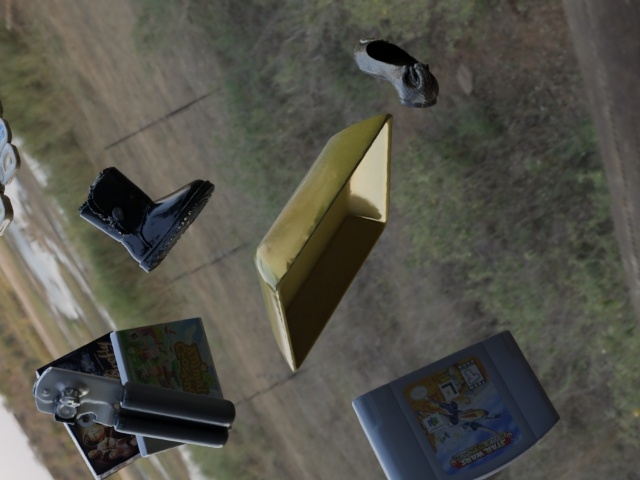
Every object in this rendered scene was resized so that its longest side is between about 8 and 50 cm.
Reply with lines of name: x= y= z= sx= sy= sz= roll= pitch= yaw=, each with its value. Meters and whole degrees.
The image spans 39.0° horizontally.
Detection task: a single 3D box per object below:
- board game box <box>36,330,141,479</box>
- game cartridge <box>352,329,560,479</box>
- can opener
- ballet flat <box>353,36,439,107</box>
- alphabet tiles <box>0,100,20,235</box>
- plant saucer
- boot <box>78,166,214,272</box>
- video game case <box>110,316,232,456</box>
board game box: x=-0.411 y=0.313 z=1.725 sx=0.243 sy=0.165 sz=0.042 roll=53 pitch=153 yaw=18
game cartridge: x=0.225 y=0.286 z=1.453 sx=0.198 sy=0.297 sz=0.062 roll=61 pitch=165 yaw=26
can opener: x=-0.259 y=0.224 z=1.263 sx=0.093 sy=0.280 sz=0.074 roll=-100 pitch=27 yaw=-66
ballet flat: x=0.113 y=-0.267 z=1.355 sx=0.250 sy=0.084 sz=0.058 roll=-118 pitch=20 yaw=-57
alphabet tiles: x=-0.629 y=-0.118 z=1.645 sx=0.278 sy=0.021 sz=0.284 roll=-43 pitch=61 yaw=34
plant saucer: x=0.000 y=0.000 z=1.412 sx=0.081 sy=0.333 sz=0.333 roll=25 pitch=155 yaw=17
boot: x=-0.358 y=-0.082 z=1.829 sx=0.207 sy=0.246 sz=0.094 roll=42 pitch=-157 yaw=1
video game case: x=-0.254 y=0.246 z=1.557 sx=0.023 sy=0.193 sz=0.213 roll=-25 pitch=77 yaw=38
